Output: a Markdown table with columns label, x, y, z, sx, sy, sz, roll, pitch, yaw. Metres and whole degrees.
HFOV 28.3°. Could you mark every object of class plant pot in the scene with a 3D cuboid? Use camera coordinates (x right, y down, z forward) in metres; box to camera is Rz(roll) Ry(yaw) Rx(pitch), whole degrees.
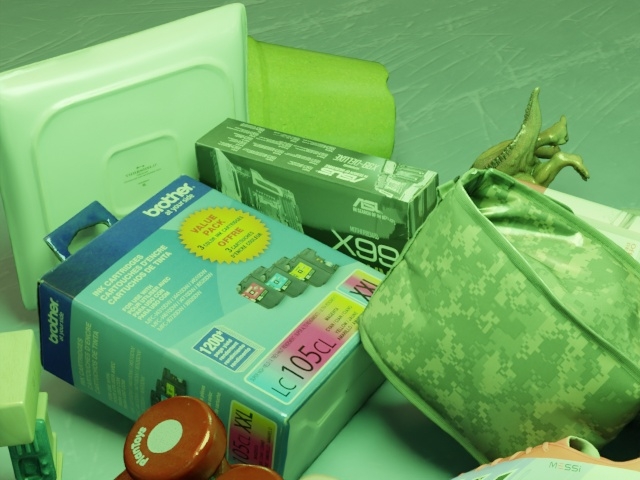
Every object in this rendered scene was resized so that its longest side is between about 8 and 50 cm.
| label | x | y | z | sx | sy | sz | roll | pitch | yaw |
| --- | --- | --- | --- | --- | --- | --- | --- | --- | --- |
| plant pot | -0.035 | -0.172 | 1.840 | 0.254 | 0.276 | 0.276 | 0 | 31 | -15 |

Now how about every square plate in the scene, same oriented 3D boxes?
| label | x | y | z | sx | sy | sz | roll | pitch | yaw |
| --- | --- | --- | --- | --- | --- | --- | --- | --- | --- |
| square plate | -0.227 | -0.093 | 1.578 | 0.347 | 0.344 | 0.049 | -22 | 41 | -24 |

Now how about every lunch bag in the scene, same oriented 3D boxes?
| label | x | y | z | sx | sy | sz | roll | pitch | yaw |
| --- | --- | --- | --- | --- | --- | --- | --- | --- | --- |
| lunch bag | 0.196 | 0.087 | 1.282 | 0.287 | 0.235 | 0.169 | 42 | 40 | 11 |

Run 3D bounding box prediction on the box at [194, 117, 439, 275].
| label | x | y | z | sx | sy | sz | roll | pitch | yaw |
| --- | --- | --- | --- | --- | --- | --- | --- | --- | --- |
| box | 0.000 | 0.000 | 1.553 | 0.307 | 0.242 | 0.076 | 18 | 41 | 29 |

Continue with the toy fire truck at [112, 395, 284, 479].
| label | x | y | z | sx | sy | sz | roll | pitch | yaw |
| --- | --- | --- | --- | --- | --- | --- | --- | --- | --- |
| toy fire truck | -0.130 | 0.315 | 1.188 | 0.254 | 0.169 | 0.302 | -43 | 43 | -11 |

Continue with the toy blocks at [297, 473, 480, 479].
| label | x | y | z | sx | sy | sz | roll | pitch | yaw |
| --- | --- | --- | --- | --- | --- | --- | --- | --- | --- |
| toy blocks | 0.080 | 0.356 | 0.986 | 0.309 | 0.288 | 0.260 | 21 | 10 | 10 |

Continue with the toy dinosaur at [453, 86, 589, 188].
| label | x | y | z | sx | sy | sz | roll | pitch | yaw |
| --- | --- | --- | --- | --- | --- | --- | --- | --- | --- |
| toy dinosaur | 0.233 | -0.074 | 1.665 | 0.200 | 0.295 | 0.127 | -9 | 63 | -2 |

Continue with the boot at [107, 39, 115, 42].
| label | x | y | z | sx | sy | sz | roll | pitch | yaw |
| --- | --- | --- | --- | --- | --- | --- | --- | --- | --- |
| boot | -0.251 | -0.157 | 1.819 | 0.109 | 0.220 | 0.283 | -11 | 28 | -12 |

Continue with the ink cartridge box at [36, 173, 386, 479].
| label | x | y | z | sx | sy | sz | roll | pitch | yaw |
| --- | --- | --- | --- | --- | --- | --- | --- | --- | --- |
| ink cartridge box | -0.136 | 0.087 | 1.458 | 0.396 | 0.151 | 0.270 | 25 | 42 | 22 |

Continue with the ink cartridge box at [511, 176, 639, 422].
| label | x | y | z | sx | sy | sz | roll | pitch | yaw |
| --- | --- | --- | --- | --- | --- | --- | --- | --- | --- |
| ink cartridge box | 0.303 | 0.067 | 1.446 | 0.283 | 0.117 | 0.207 | 20 | 78 | 32 |

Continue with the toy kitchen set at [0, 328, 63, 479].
| label | x | y | z | sx | sy | sz | roll | pitch | yaw |
| --- | --- | --- | --- | --- | --- | --- | --- | --- | --- |
| toy kitchen set | -0.360 | 0.217 | 1.291 | 0.166 | 0.207 | 0.122 | -7 | 32 | -4 |

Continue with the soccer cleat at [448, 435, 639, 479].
| label | x | y | z | sx | sy | sz | roll | pitch | yaw |
| --- | --- | --- | --- | --- | --- | --- | --- | --- | --- |
| soccer cleat | 0.205 | 0.241 | 1.196 | 0.318 | 0.116 | 0.109 | -7 | -16 | 42 |

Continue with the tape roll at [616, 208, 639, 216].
| label | x | y | z | sx | sy | sz | roll | pitch | yaw |
| --- | --- | --- | --- | --- | --- | --- | --- | --- | --- |
| tape roll | 0.397 | 0.047 | 1.593 | 0.219 | 0.072 | 0.219 | -3 | 32 | 2 |
